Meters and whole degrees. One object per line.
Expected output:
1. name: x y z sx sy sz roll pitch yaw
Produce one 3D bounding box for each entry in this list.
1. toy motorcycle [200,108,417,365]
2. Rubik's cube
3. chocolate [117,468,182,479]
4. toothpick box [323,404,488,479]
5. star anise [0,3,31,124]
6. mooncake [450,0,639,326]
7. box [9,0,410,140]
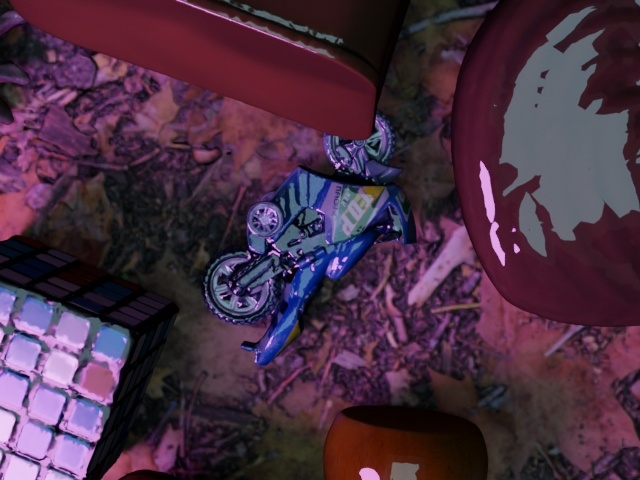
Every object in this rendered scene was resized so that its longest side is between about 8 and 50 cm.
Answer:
1. toy motorcycle: 0.000 0.000 1.204 0.135 0.092 0.254 41 98 -2
2. Rubik's cube: -0.259 0.117 1.200 0.182 0.187 0.184 22 97 3
3. chocolate: -0.151 0.324 1.143 0.283 0.284 0.186 29 129 1
4. toothpick box: 0.066 0.309 1.200 0.192 0.192 0.294 6 92 5
5. star anise: -0.372 -0.185 1.205 0.198 0.110 0.258 -8 115 -18
6. mooncake: 0.265 -0.076 1.129 0.333 0.174 0.326 35 98 1
7. box: -0.077 -0.263 1.081 0.339 0.239 0.229 20 82 4
